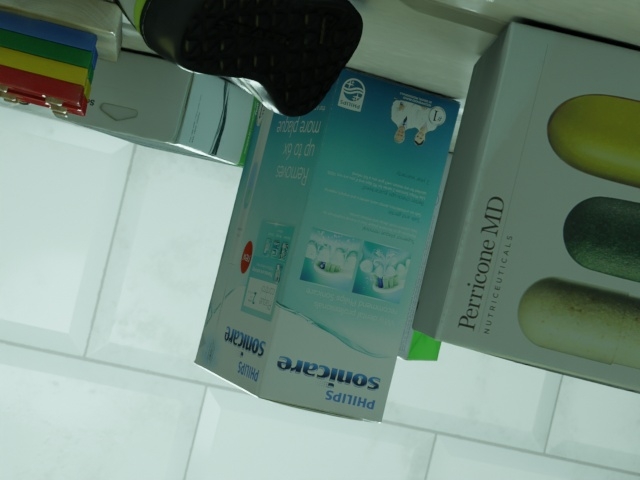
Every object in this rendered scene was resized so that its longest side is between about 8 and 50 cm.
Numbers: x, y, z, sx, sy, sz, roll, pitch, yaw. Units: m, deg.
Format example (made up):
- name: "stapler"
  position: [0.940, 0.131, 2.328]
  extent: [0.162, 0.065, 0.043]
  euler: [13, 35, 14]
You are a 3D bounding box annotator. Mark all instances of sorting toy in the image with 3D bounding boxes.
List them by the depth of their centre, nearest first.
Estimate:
- name: "sorting toy"
  position: [-0.310, -0.180, 1.339]
  extent: [0.255, 0.089, 0.257]
  euler: [14, 180, -7]

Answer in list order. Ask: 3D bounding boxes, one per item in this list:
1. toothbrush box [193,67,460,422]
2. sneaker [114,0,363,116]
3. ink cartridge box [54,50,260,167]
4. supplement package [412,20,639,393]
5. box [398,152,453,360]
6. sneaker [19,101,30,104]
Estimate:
- name: "toothbrush box"
  position: [0.000, 0.000, 1.398]
  extent: [0.126, 0.295, 0.216]
  euler: [13, 180, -20]
- name: "sneaker"
  position: [-0.055, -0.144, 0.914]
  extent: [0.097, 0.084, 0.235]
  euler: [39, -171, 23]
- name: "ink cartridge box"
  position: [-0.167, -0.143, 1.641]
  extent: [0.153, 0.086, 0.208]
  euler: [14, 180, 20]
- name: "supplement package"
  position: [0.213, -0.002, 0.974]
  extent: [0.263, 0.199, 0.198]
  euler: [14, 179, 0]
- name: "box"
  position: [0.055, 0.002, 1.936]
  extent: [0.231, 0.262, 0.127]
  euler: [12, 179, 24]
- name: "sneaker"
  position: [-0.322, -0.182, 1.680]
  extent: [0.066, 0.071, 0.188]
  euler: [16, 175, 8]
